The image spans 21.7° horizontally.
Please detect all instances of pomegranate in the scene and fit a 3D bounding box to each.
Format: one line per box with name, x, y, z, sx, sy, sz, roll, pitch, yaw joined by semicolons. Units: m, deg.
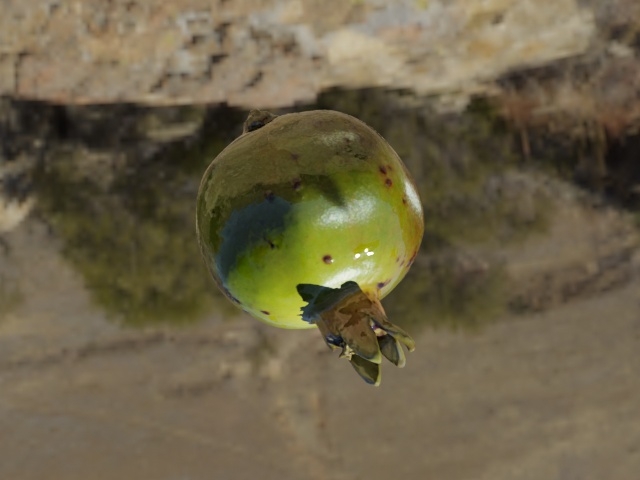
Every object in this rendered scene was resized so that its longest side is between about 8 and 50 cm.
pomegranate;0.002;-0.004;1.393;0.198;0.246;0.198;-15;127;-20
